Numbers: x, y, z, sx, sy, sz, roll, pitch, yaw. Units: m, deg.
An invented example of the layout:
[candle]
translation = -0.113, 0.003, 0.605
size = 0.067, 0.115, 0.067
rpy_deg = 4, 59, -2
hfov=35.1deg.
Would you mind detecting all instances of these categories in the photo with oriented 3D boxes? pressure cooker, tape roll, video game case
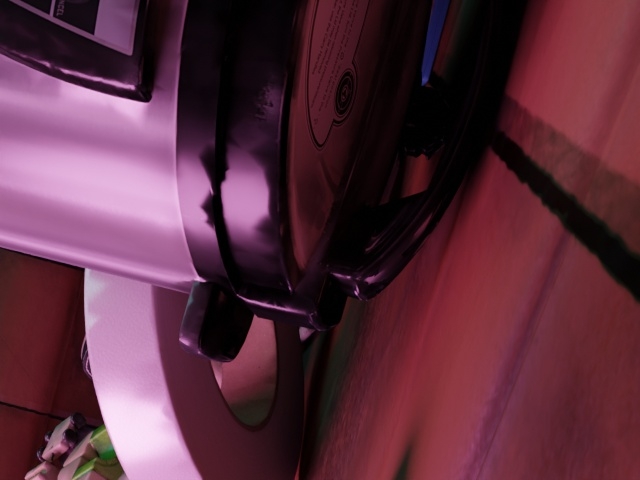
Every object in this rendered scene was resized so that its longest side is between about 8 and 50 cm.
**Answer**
[pressure cooker]
translation = -0.081, -0.148, 0.731
size = 0.375, 0.421, 0.369
rpy_deg = -55, -26, -52
[tape roll]
translation = -0.110, 0.094, 1.022
size = 0.392, 0.072, 0.391
rpy_deg = -11, -90, -74
[video game case]
translation = 0.103, -0.205, 1.058
size = 0.166, 0.015, 0.119
rpy_deg = 151, 135, -82

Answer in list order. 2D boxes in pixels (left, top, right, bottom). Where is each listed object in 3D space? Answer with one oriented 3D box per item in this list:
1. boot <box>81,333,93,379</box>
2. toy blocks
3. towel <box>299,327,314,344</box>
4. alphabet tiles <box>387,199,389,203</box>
[boot]
translation = -0.211, 0.130, 1.154
size = 0.236, 0.085, 0.178
rpy_deg = -41, 25, 27
[toy blocks]
translation = -0.185, 0.329, 1.222
size = 0.309, 0.260, 0.288
rpy_deg = -36, 23, 28
[towel]
translation = 0.000, 0.000, 1.396
size = 0.324, 0.056, 0.312
rpy_deg = 114, 174, -68
[alphabet tiles]
translation = -0.027, -0.061, 0.981
size = 0.237, 0.198, 0.009
rpy_deg = -81, 11, -53
